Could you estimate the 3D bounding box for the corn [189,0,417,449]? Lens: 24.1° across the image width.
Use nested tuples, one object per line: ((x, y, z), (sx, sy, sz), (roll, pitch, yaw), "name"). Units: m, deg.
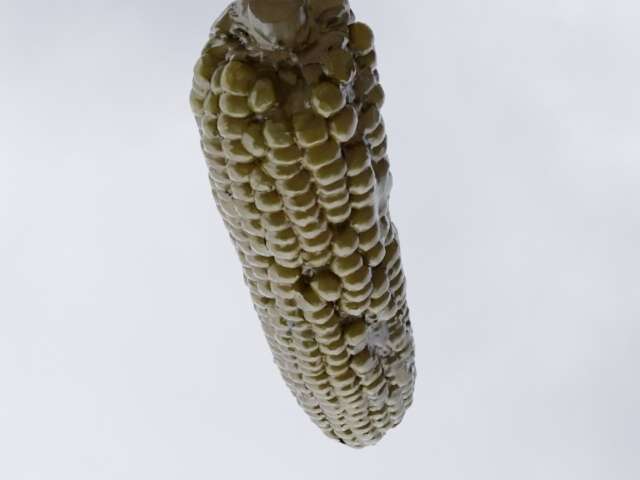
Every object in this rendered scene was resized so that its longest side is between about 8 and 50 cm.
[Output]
((0.000, 0.000, 0.771), (0.097, 0.320, 0.097), (-6, -131, 7), "corn")
